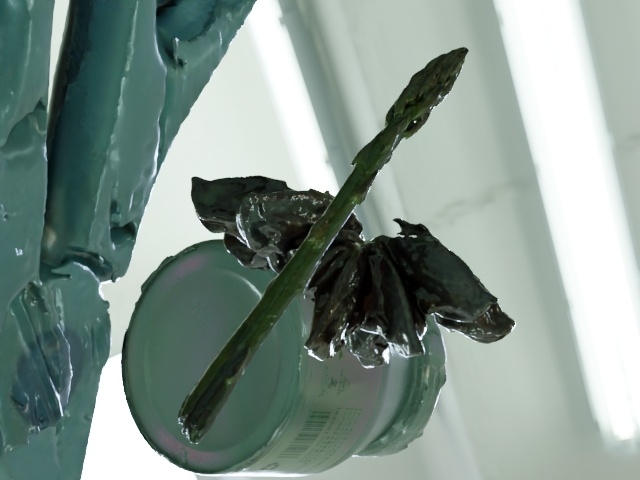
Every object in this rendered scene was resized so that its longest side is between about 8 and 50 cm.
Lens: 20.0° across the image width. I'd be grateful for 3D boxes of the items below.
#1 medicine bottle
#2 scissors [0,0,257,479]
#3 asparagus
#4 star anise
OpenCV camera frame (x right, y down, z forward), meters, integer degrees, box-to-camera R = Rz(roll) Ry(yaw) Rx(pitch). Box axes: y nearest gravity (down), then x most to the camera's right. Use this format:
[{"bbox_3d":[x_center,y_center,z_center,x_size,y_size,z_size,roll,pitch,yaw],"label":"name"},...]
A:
[{"bbox_3d":[-0.027,0.131,1.921,0.245,0.245,0.290,13,-178,38],"label":"medicine bottle"},{"bbox_3d":[-0.080,0.022,0.462,0.032,0.392,0.180,22,-159,30],"label":"scissors"},{"bbox_3d":[0.000,0.000,0.876,0.022,0.023,0.233,38,-84,15],"label":"asparagus"},{"bbox_3d":[0.018,0.026,1.434,0.129,0.283,0.212,-59,-173,0],"label":"star anise"}]
